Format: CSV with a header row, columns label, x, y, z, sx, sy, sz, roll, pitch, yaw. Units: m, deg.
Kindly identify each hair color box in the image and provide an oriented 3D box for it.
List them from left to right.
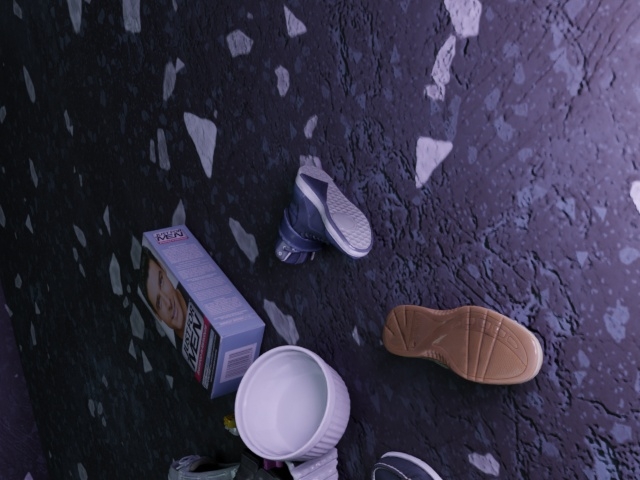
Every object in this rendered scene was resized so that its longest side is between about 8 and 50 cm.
label,x,y,z,sx,sy,sz,roll,pitch,yaw
hair color box,-0.274,0.149,1.982,0.374,0.113,0.185,47,136,38

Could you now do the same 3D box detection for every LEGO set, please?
label,x,y,z,sx,sy,sz,roll,pitch,yaw
LEGO set,-0.149,0.404,1.903,0.227,0.093,0.087,21,118,51

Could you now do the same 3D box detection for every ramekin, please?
label,x,y,z,sx,sy,sz,roll,pitch,yaw
ramekin,-0.044,0.304,1.630,0.207,0.109,0.207,-14,63,28

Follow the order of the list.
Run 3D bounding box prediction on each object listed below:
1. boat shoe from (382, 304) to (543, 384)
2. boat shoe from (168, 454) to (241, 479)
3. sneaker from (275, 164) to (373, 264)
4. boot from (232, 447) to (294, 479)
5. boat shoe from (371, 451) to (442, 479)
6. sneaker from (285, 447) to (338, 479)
label,x,y,z,sx,sy,sz,roll,pitch,yaw
boat shoe,0.215,0.148,1.299,0.285,0.089,0.104,12,85,51
boat shoe,-0.253,0.548,2.097,0.320,0.118,0.103,-3,92,52
sneaker,0.001,0.000,1.532,0.226,0.086,0.163,56,132,43
boot,-0.099,0.591,1.833,0.338,0.118,0.223,33,96,36
boat shoe,0.170,0.448,1.448,0.302,0.091,0.114,26,122,49
sneaker,-0.009,0.466,1.718,0.292,0.110,0.118,66,154,17
